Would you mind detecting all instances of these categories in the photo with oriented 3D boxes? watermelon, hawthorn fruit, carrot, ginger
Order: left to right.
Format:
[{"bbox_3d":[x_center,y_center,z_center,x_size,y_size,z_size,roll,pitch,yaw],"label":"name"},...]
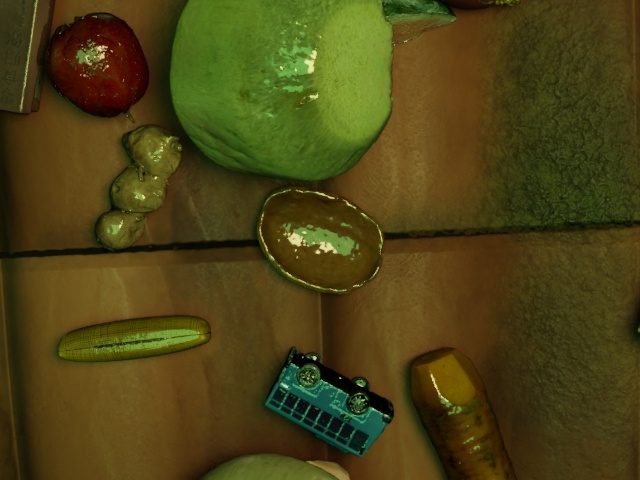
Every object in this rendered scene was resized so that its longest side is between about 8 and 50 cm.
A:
[{"bbox_3d":[-0.318,-0.247,1.181,0.148,0.148,0.172,-34,110,4],"label":"hawthorn fruit"},{"bbox_3d":[-0.278,-0.078,1.225,0.104,0.080,0.204,23,94,23],"label":"ginger"},{"bbox_3d":[0.125,-0.345,1.209,0.155,0.080,0.101,-9,61,4],"label":"watermelon"},{"bbox_3d":[0.227,0.312,1.241,0.114,0.114,0.302,-23,96,3],"label":"carrot"}]

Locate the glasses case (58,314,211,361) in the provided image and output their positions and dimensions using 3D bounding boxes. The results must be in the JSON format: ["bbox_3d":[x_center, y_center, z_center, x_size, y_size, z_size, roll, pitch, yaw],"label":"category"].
[{"bbox_3d":[-0.286,0.153,1.248,0.234,0.079,0.064,-7,89,2],"label":"glasses case"}]

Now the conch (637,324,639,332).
[{"bbox_3d":[0.559,0.108,1.206,0.199,0.131,0.172,-2,68,-26],"label":"conch"}]

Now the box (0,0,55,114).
[{"bbox_3d":[-0.513,-0.309,1.201,0.215,0.086,0.215,10,96,0],"label":"box"}]

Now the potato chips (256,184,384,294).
[{"bbox_3d":[0.000,0.000,1.242,0.201,0.049,0.150,15,92,1],"label":"potato chips"}]

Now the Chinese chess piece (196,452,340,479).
[{"bbox_3d":[-0.065,0.482,1.180,0.349,0.146,0.349,11,119,20],"label":"Chinese chess piece"}]

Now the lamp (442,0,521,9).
[{"bbox_3d":[0.222,-0.413,1.153,0.157,0.135,0.156,-3,95,3],"label":"lamp"}]

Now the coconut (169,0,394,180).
[{"bbox_3d":[-0.057,-0.232,1.103,0.281,0.328,0.328,-41,94,-26],"label":"coconut"}]

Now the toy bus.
[{"bbox_3d":[0.014,0.252,1.249,0.184,0.090,0.106,29,96,0],"label":"toy bus"}]

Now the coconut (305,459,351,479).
[{"bbox_3d":[0.000,0.397,1.252,0.110,0.110,0.124,-26,100,3],"label":"coconut"}]
